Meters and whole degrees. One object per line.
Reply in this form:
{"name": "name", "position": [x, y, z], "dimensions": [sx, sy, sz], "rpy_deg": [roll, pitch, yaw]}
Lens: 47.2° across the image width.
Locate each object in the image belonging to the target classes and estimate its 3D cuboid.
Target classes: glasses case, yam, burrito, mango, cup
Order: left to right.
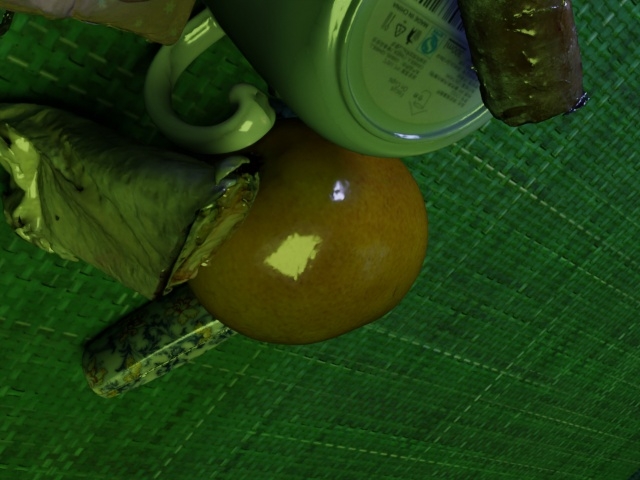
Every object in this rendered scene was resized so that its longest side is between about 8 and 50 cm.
{"name": "burrito", "position": [-0.184, -0.031, 0.671], "dimensions": [0.107, 0.348, 0.175], "rpy_deg": [-52, 142, -32]}
{"name": "glasses case", "position": [-0.187, 0.114, 0.940], "dimensions": [0.248, 0.086, 0.065], "rpy_deg": [-28, 141, -3]}
{"name": "mango", "position": [0.000, 0.000, 0.857], "dimensions": [0.263, 0.221, 0.378], "rpy_deg": [-56, 147, 6]}
{"name": "cup", "position": [0.001, -0.199, 0.641], "dimensions": [0.357, 0.274, 0.259], "rpy_deg": [-37, 135, 2]}
{"name": "yam", "position": [0.140, -0.150, 0.513], "dimensions": [0.079, 0.079, 0.141], "rpy_deg": [-31, 134, -3]}

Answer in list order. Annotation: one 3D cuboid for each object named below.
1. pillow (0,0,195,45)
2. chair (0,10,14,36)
{"name": "pillow", "position": [-0.167, -0.215, 0.498], "dimensions": [0.248, 0.049, 0.135], "rpy_deg": [-10, 135, -58]}
{"name": "chair", "position": [-0.315, -0.263, 0.510], "dimensions": [0.221, 0.140, 0.145], "rpy_deg": [16, 115, -33]}
